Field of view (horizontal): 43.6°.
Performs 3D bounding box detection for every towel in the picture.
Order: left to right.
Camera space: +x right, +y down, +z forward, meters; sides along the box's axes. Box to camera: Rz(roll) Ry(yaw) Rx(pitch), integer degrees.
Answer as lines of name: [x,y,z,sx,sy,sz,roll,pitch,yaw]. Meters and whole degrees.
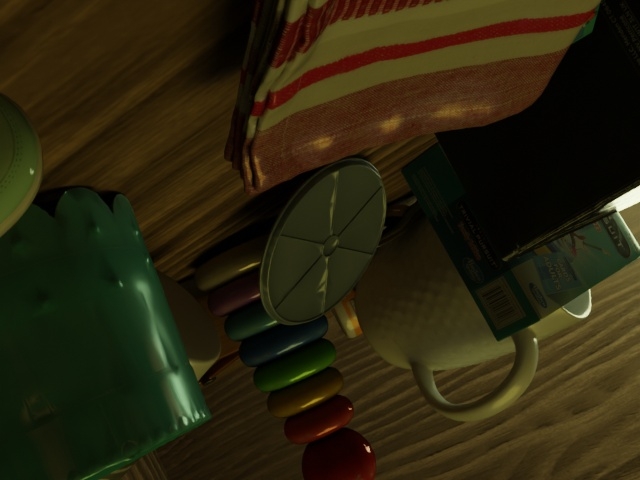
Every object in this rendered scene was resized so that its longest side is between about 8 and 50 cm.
towel: [0.083,-0.141,0.386,0.237,0.037,0.329,-19,161,-21]

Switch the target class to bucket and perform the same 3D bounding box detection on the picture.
bucket: [-0.227,0.107,0.587,0.281,0.183,0.281,-27,171,-4]

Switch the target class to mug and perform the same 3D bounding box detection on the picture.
mug: [0.235,0.110,1.304,0.328,0.374,0.276,-32,136,30]

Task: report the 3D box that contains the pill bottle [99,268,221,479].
pill bottle: [-0.242,0.167,0.811,0.283,0.161,0.161,-46,167,13]

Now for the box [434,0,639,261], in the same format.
box: [0.326,-0.146,0.809,0.296,0.182,0.294,-19,167,-36]

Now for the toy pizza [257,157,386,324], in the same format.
toy pizza: [0.000,0.000,0.881,0.201,0.032,0.201,-34,139,-35]

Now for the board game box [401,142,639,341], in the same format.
board game box: [0.295,-0.036,1.119,0.336,0.253,0.079,-19,167,-46]

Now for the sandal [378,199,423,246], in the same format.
sandal: [0.116,-0.038,1.264,0.180,0.049,0.072,-40,-175,-27]

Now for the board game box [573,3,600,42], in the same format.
board game box: [0.121,-0.156,0.573,0.160,0.047,0.210,-30,171,12]

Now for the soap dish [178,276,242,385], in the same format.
soap dish: [-0.211,0.153,1.117,0.229,0.118,0.291,-22,168,-35]

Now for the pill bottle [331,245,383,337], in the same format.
pill bottle: [0.139,0.065,1.556,0.272,0.152,0.152,-28,171,-4]

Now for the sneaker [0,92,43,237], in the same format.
sneaker: [-0.180,-0.028,0.228,0.256,0.094,0.151,-16,171,-44]

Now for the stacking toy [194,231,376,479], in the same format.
stacking toy: [-0.027,0.158,0.971,0.141,0.330,0.141,-24,177,-1]
